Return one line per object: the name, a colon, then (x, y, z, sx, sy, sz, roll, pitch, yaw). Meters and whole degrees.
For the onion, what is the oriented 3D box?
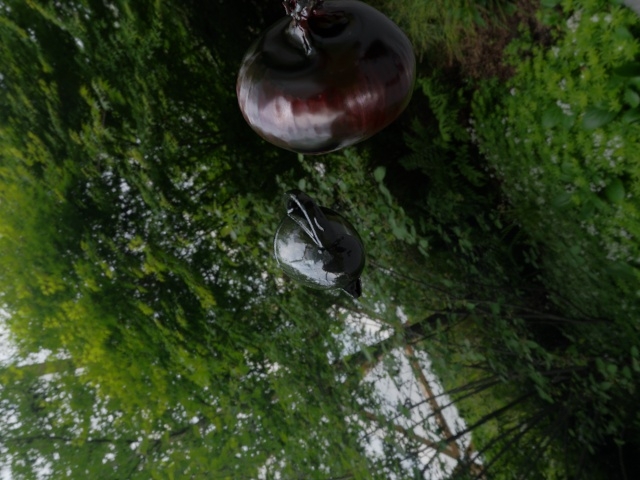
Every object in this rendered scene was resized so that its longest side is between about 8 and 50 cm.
onion: (0.000, -0.264, 0.616, 0.285, 0.272, 0.273, 66, -179, -53)

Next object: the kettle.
kettle: (0.014, 0.008, 0.992, 0.271, 0.207, 0.251, -149, 61, -69)
